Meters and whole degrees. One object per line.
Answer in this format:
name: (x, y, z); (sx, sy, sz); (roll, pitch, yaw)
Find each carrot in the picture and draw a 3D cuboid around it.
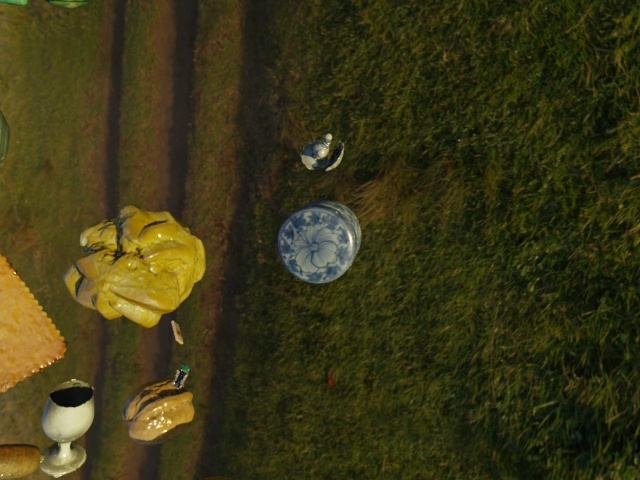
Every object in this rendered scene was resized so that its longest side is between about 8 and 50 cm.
carrot: (-0.489, 0.287, 0.570); (0.049, 0.254, 0.049); (-15, 58, 25)

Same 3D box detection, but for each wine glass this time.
wine glass: (-0.685, 0.504, 1.179); (0.126, 0.126, 0.241); (32, 112, 33)

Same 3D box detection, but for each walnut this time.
walnut: (-0.598, 0.634, 1.638); (0.257, 0.257, 0.224); (-49, 65, 35)

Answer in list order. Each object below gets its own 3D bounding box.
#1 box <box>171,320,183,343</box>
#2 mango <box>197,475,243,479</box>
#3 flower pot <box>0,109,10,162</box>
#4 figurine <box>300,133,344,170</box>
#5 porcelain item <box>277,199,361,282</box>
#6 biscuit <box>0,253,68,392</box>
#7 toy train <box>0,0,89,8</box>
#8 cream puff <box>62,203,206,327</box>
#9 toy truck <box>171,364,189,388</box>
box: (-0.540, 0.347, 1.644); (0.083, 0.012, 0.046); (59, 173, 35)
mango: (-0.345, 0.814, 1.367); (0.120, 0.295, 0.177); (-89, 7, -49)
flower pot: (-0.612, -0.180, 0.652); (0.157, 0.243, 0.189); (-27, 66, 44)
figurine: (0.010, -0.203, 0.997); (0.086, 0.082, 0.094); (-21, 43, 61)
porcelain item: (0.000, 0.000, 0.819); (0.147, 0.114, 0.147); (2, 103, 10)
biscuit: (-0.566, 0.149, 0.682); (0.237, 0.232, 0.013); (50, 141, 7)
toy train: (-0.297, -0.369, 0.416); (0.145, 0.202, 0.266); (13, 123, 8)
cream puff: (-0.442, 0.060, 1.105); (0.274, 0.323, 0.270); (-62, 29, 9)
toy truck: (-0.492, 0.481, 1.542); (0.039, 0.044, 0.083); (27, 111, 0)
